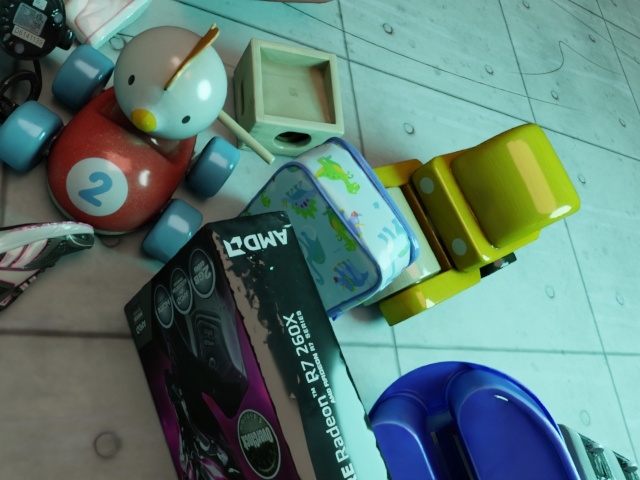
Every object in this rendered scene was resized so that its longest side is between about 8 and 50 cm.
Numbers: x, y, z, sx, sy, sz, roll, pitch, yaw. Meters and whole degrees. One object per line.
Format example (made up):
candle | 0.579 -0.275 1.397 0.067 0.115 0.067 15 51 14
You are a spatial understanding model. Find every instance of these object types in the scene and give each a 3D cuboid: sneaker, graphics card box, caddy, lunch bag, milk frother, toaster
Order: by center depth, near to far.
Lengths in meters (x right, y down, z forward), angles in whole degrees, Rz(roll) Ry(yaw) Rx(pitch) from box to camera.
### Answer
graphics card box | -0.054 0.185 0.554 0.094 0.233 0.371 -11 75 -38
sneaker | -0.305 0.027 0.578 0.178 0.072 0.077 -17 104 -43
milk frother | -0.355 -0.218 0.643 0.135 0.129 0.143 28 78 22
caddy | 0.171 0.302 0.656 0.179 0.241 0.341 40 30 -75
lunch bag | 0.000 0.000 0.696 0.090 0.219 0.176 -35 88 -34
sneaker | -0.272 -0.302 0.766 0.070 0.051 0.134 45 54 -15
toaster | 0.315 0.334 0.781 0.168 0.186 0.110 30 39 -25

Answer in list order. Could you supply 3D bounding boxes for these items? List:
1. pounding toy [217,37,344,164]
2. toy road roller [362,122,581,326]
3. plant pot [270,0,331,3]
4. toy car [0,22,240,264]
pounding toy | -0.082 -0.168 0.814 0.206 0.094 0.181 3 70 -24
toy road roller | 0.195 -0.042 0.841 0.329 0.240 0.202 -19 79 -40
plant pot | -0.064 -0.476 0.882 0.243 0.275 0.275 -4 70 -47
toy car | -0.176 -0.131 0.625 0.219 0.238 0.210 35 52 -16
